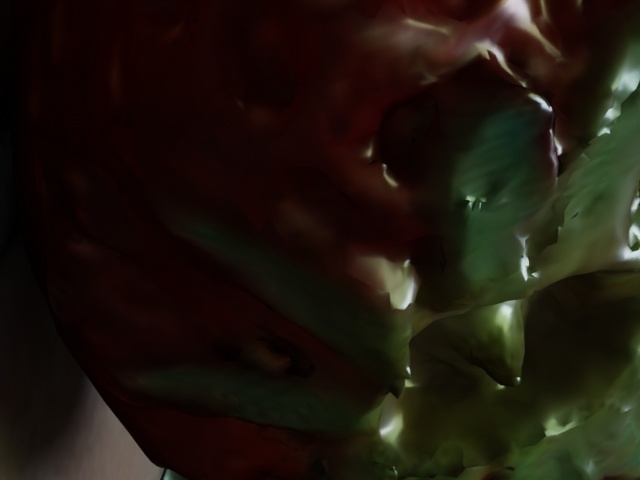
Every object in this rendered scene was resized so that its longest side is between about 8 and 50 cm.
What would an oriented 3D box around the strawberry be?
[{"bbox_3d":[0.007,-0.080,0.625,0.345,0.295,0.317,56,6,38],"label":"strawberry"}]
